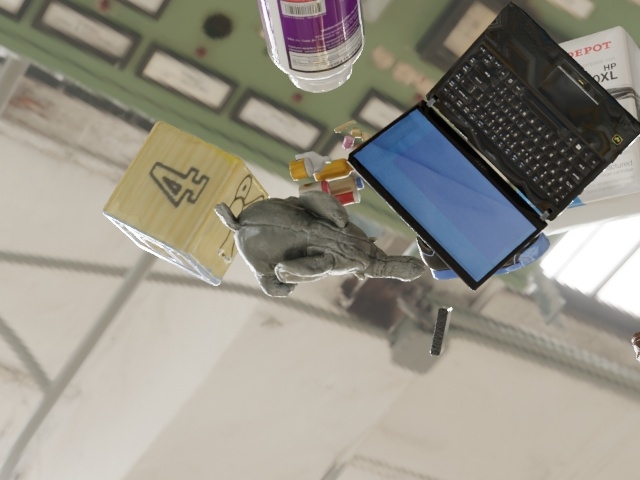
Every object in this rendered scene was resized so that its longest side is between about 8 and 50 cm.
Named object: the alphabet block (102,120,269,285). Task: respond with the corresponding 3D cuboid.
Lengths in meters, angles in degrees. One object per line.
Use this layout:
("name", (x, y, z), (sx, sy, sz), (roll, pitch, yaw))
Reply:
("alphabet block", (-0.236, -0.064, 2.172), (0.193, 0.197, 0.192), (26, 168, 21))

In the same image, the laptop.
("laptop", (0.214, -0.120, 1.496), (0.234, 0.264, 0.136), (46, -158, 9))

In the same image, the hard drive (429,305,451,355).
("hard drive", (0.242, 0.180, 2.444), (0.022, 0.094, 0.135), (12, 180, 9))

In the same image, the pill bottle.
("pill bottle", (-0.017, -0.408, 2.125), (0.181, 0.181, 0.323), (54, 167, 29))

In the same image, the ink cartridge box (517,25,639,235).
("ink cartridge box", (0.582, -0.240, 2.705), (0.166, 0.285, 0.394), (28, -126, -55))

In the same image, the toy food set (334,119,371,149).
("toy food set", (0.083, -0.186, 2.439), (0.122, 0.078, 0.019), (56, -138, -14))

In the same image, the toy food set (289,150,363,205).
("toy food set", (0.022, -0.121, 2.386), (0.232, 0.105, 0.111), (12, -114, -76))

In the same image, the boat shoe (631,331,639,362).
("boat shoe", (0.589, 0.148, 1.890), (0.207, 0.073, 0.073), (-12, -129, -4))

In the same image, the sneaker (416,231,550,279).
("sneaker", (0.271, 0.006, 2.076), (0.090, 0.232, 0.081), (58, -143, -27))

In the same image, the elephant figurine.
("elephant figurine", (0.000, 0.000, 1.795), (0.186, 0.239, 0.169), (-26, -71, -39))
